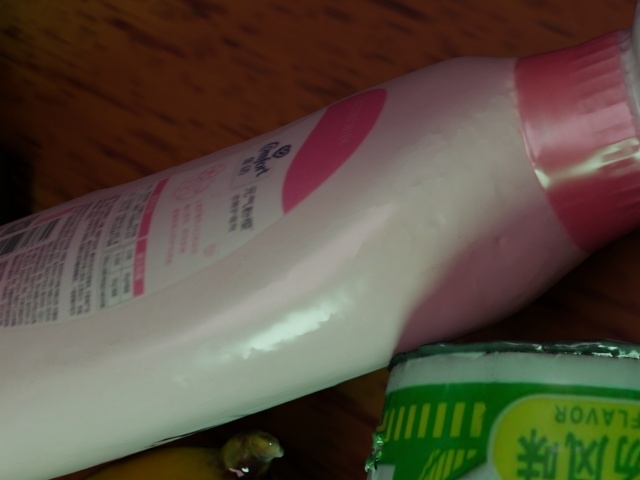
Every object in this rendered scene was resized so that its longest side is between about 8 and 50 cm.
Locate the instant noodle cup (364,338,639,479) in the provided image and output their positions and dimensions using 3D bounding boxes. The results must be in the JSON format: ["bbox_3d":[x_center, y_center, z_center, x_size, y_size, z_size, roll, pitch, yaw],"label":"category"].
[{"bbox_3d":[0.077,0.155,0.475,0.207,0.207,0.233,-3,75,31],"label":"instant noodle cup"}]

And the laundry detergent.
[{"bbox_3d":[0.000,0.000,0.567,0.335,0.159,0.088,-20,113,22],"label":"laundry detergent"}]

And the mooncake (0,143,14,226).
[{"bbox_3d":[-0.283,-0.018,0.606,0.187,0.351,0.351,-4,82,26],"label":"mooncake"}]

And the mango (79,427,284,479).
[{"bbox_3d":[-0.079,0.204,0.602,0.176,0.119,0.317,40,113,27],"label":"mango"}]
